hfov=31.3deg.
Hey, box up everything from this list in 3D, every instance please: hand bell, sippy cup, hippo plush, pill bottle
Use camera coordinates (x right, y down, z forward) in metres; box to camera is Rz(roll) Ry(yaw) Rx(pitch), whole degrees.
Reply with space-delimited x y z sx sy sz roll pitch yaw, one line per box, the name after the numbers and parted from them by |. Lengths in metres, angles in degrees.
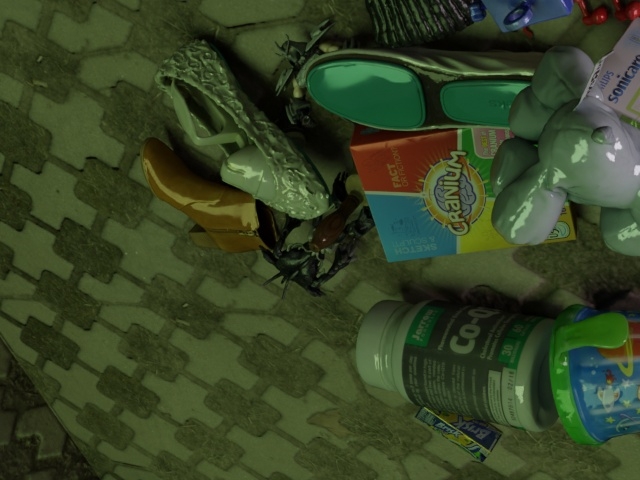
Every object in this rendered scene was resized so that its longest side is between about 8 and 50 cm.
0.050 -0.059 1.954 0.126 0.242 0.126 23 141 21 | hand bell
0.521 0.211 1.858 0.224 0.305 0.240 -10 93 33 | sippy cup
0.364 -0.104 1.375 0.237 0.234 0.294 18 149 -12 | hippo plush
0.259 0.218 2.090 0.361 0.204 0.204 7 132 35 | pill bottle

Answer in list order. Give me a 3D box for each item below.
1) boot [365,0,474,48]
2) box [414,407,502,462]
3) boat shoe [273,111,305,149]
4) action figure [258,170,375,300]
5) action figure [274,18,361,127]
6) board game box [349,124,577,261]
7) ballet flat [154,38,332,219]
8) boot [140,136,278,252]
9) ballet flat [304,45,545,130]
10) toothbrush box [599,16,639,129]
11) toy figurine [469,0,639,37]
0.052 -0.414 1.684 0.348 0.131 0.260 13 144 43 | boot
0.284 0.380 2.354 0.169 0.059 0.054 34 144 8 | box
-0.081 -0.169 2.125 0.206 0.075 0.064 131 132 -59 | boat shoe
0.000 0.000 2.150 0.164 0.141 0.276 42 128 -5 | action figure
0.039 -0.242 1.890 0.285 0.099 0.185 38 134 -4 | action figure
0.231 -0.092 1.821 0.317 0.064 0.242 -8 125 19 | board game box
-0.153 -0.176 2.018 0.409 0.147 0.147 51 145 13 | ballet flat
-0.212 -0.094 2.278 0.211 0.104 0.295 -2 131 36 | boot
0.178 -0.240 1.727 0.400 0.139 0.139 7 133 22 | ballet flat
0.490 -0.146 1.514 0.283 0.206 0.122 29 141 16 | toothbrush box
0.323 -0.320 1.472 0.363 0.217 0.191 -5 124 44 | toy figurine
